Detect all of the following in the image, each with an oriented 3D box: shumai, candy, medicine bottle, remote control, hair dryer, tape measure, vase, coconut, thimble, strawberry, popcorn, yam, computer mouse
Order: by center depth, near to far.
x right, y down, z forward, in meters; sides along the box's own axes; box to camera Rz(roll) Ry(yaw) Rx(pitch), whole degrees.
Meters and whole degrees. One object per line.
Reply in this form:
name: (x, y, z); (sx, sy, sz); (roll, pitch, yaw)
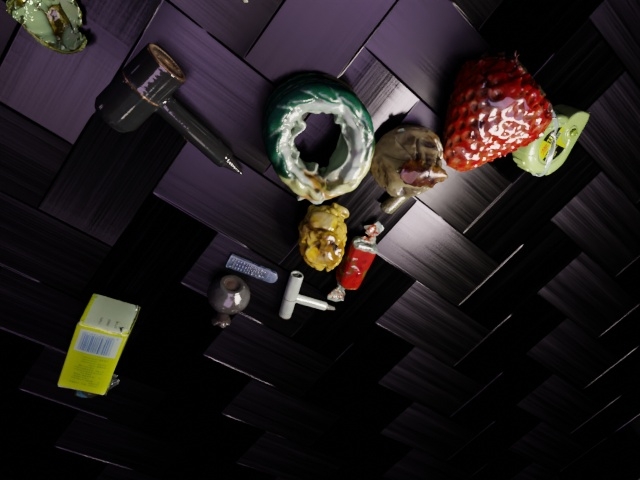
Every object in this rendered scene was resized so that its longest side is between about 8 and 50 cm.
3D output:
coconut: (-0.546, -0.459, 0.926); (0.133, 0.055, 0.158); (-1, 119, -8)
hair dryer: (-0.320, -0.253, 1.072); (0.189, 0.107, 0.352); (-37, 125, 14)
thimble: (-0.008, -0.238, 1.092); (0.253, 0.167, 0.289); (-4, 120, -8)
strawberry: (0.394, -0.306, 1.109); (0.280, 0.150, 0.254); (-24, 103, 26)
shumai: (0.220, -0.184, 1.167); (0.201, 0.120, 0.202); (5, 119, 10)
tape measure: (0.591, -0.266, 1.226); (0.175, 0.106, 0.200); (4, 120, -27)
popcorn: (0.003, -0.017, 1.243); (0.140, 0.164, 0.194); (4, 153, 8)
yam: (0.210, -0.114, 1.277); (0.043, 0.043, 0.094); (37, 108, -27)
medicine bottle: (-0.624, 0.295, 1.302); (0.141, 0.137, 0.250); (21, 114, -22)
remote control: (-0.194, 0.083, 1.325); (0.152, 0.027, 0.044); (23, 119, -20)
vase: (-0.271, 0.182, 1.325); (0.120, 0.120, 0.183); (11, 131, -16)
candy: (0.101, 0.068, 1.353); (0.086, 0.059, 0.292); (14, 117, -19)
hair dryer: (-0.024, 0.173, 1.406); (0.182, 0.044, 0.155); (7, 120, -20)
computer mouse: (-0.692, 0.438, 1.426); (0.134, 0.047, 0.079); (-14, 134, -16)

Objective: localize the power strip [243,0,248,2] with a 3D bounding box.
power strip: (-0.175, -0.577, 0.935); (0.075, 0.042, 0.175); (-15, 123, -1)
